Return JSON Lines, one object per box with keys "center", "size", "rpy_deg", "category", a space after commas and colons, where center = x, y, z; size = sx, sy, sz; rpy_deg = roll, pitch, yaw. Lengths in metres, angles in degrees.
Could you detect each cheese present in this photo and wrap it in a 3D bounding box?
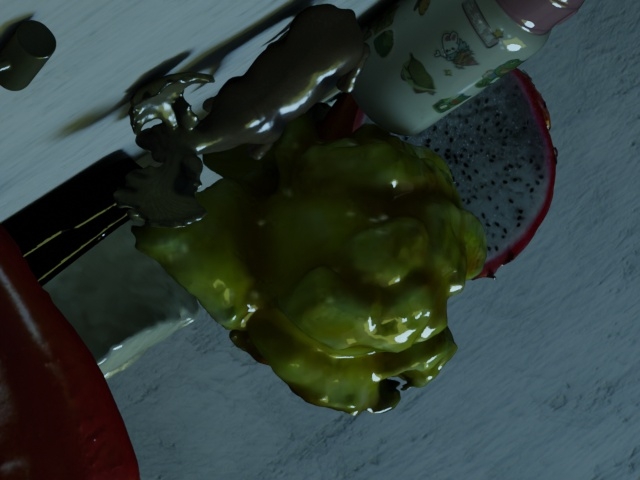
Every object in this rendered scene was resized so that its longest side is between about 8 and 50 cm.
{"center": [-0.280, 0.092, 1.417], "size": [0.292, 0.153, 0.332], "rpy_deg": [-33, 180, 31], "category": "cheese"}

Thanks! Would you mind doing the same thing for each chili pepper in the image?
{"center": [-0.195, 0.145, 0.900], "size": [0.134, 0.338, 0.131], "rpy_deg": [-31, 177, 1], "category": "chili pepper"}

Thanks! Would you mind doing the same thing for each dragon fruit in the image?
{"center": [0.106, -0.087, 1.576], "size": [0.305, 0.305, 0.226], "rpy_deg": [-33, -170, -20], "category": "dragon fruit"}

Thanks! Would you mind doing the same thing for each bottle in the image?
{"center": [0.140, -0.200, 1.193], "size": [0.253, 0.120, 0.120], "rpy_deg": [-32, 180, 40], "category": "bottle"}

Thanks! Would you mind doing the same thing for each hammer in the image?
{"center": [-0.165, -0.067, 0.564], "size": [0.110, 0.019, 0.035], "rpy_deg": [-26, 176, -38], "category": "hammer"}

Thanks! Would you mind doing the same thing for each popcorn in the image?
{"center": [0.000, -0.008, 1.293], "size": [0.290, 0.325, 0.321], "rpy_deg": [-32, 144, 2], "category": "popcorn"}

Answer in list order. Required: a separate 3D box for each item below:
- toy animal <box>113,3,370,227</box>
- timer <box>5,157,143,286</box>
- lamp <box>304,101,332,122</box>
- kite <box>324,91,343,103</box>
{"center": [-0.060, -0.098, 0.947], "size": [0.214, 0.094, 0.186], "rpy_deg": [-40, -176, 2], "category": "toy animal"}
{"center": [-0.226, -0.001, 1.136], "size": [0.187, 0.055, 0.144], "rpy_deg": [-33, -179, -2], "category": "timer"}
{"center": [-0.035, -0.100, 1.734], "size": [0.106, 0.106, 0.193], "rpy_deg": [-33, 173, -45], "category": "lamp"}
{"center": [0.117, -0.248, 1.754], "size": [0.314, 0.011, 0.335], "rpy_deg": [-33, 179, 7], "category": "kite"}
